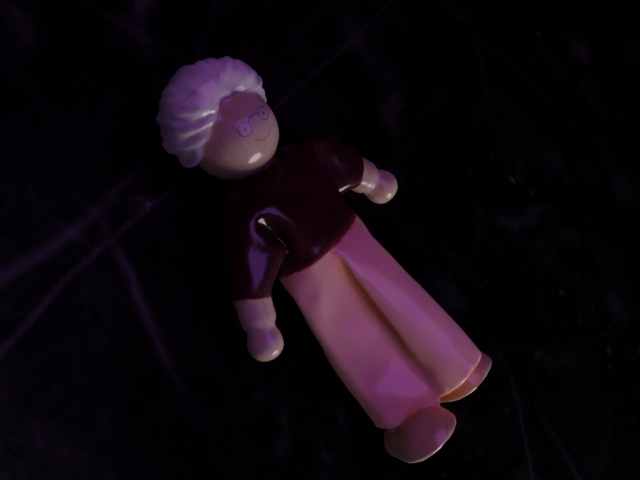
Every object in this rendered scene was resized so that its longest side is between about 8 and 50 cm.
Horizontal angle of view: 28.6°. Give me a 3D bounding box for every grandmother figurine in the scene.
[{"bbox_3d":[0.000,0.000,0.975,0.342,0.104,0.208,51,41,-16],"label":"grandmother figurine"}]
